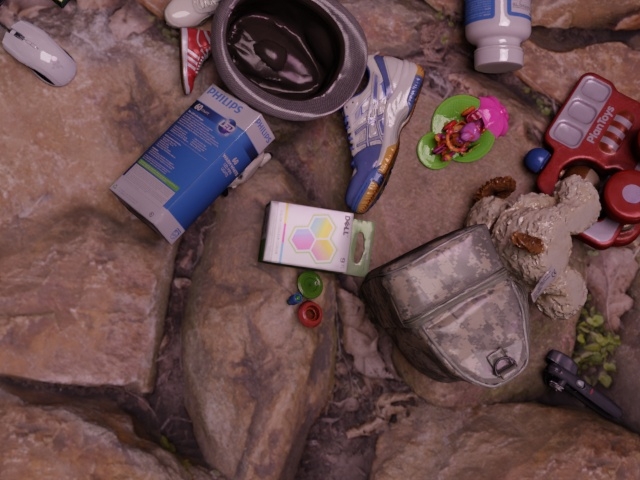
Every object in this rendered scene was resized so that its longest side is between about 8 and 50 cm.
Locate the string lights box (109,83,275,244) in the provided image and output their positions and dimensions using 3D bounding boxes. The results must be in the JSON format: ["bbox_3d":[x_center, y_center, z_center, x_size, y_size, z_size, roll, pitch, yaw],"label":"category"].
[{"bbox_3d":[-0.218,-0.133,1.635,0.133,0.077,0.260,36,77,33],"label":"string lights box"}]

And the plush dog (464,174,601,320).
[{"bbox_3d":[0.346,0.002,1.713,0.210,0.225,0.263,4,94,-36],"label":"plush dog"}]

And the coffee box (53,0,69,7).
[{"bbox_3d":[-0.483,-0.504,1.650,0.184,0.040,0.113,40,79,-7],"label":"coffee box"}]

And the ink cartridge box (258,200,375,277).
[{"bbox_3d":[0.000,0.000,1.713,0.209,0.062,0.109,9,84,-12],"label":"ink cartridge box"}]

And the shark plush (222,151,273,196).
[{"bbox_3d":[-0.151,-0.133,1.710,0.067,0.073,0.161,40,100,12],"label":"shark plush"}]

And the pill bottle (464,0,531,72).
[{"bbox_3d":[0.330,-0.431,1.783,0.124,0.124,0.222,2,86,-12],"label":"pill bottle"}]

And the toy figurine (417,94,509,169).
[{"bbox_3d":[0.270,-0.204,1.737,0.173,0.159,0.130,-36,94,-12],"label":"toy figurine"}]

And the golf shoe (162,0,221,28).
[{"bbox_3d":[-0.194,-0.428,1.687,0.176,0.086,0.069,-24,94,-11],"label":"golf shoe"}]

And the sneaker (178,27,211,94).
[{"bbox_3d":[-0.215,-0.318,1.697,0.067,0.042,0.119,-2,91,-16],"label":"sneaker"}]

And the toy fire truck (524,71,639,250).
[{"bbox_3d":[0.530,-0.144,1.807,0.254,0.169,0.302,32,79,16],"label":"toy fire truck"}]

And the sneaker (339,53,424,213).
[{"bbox_3d":[0.085,-0.195,1.737,0.131,0.112,0.297,19,79,5],"label":"sneaker"}]

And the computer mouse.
[{"bbox_3d":[-0.501,-0.341,1.635,0.193,0.042,0.106,36,79,-8],"label":"computer mouse"}]

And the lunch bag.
[{"bbox_3d":[0.222,0.128,1.637,0.212,0.305,0.256,-26,89,-10],"label":"lunch bag"}]

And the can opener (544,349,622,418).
[{"bbox_3d":[0.497,0.282,1.806,0.186,0.059,0.073,37,79,-7],"label":"can opener"}]

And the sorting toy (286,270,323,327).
[{"bbox_3d":[-0.030,0.108,1.717,0.061,0.042,0.102,6,73,-27],"label":"sorting toy"}]

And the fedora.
[{"bbox_3d":[-0.065,-0.327,1.688,0.275,0.124,0.244,21,82,-10],"label":"fedora"}]
